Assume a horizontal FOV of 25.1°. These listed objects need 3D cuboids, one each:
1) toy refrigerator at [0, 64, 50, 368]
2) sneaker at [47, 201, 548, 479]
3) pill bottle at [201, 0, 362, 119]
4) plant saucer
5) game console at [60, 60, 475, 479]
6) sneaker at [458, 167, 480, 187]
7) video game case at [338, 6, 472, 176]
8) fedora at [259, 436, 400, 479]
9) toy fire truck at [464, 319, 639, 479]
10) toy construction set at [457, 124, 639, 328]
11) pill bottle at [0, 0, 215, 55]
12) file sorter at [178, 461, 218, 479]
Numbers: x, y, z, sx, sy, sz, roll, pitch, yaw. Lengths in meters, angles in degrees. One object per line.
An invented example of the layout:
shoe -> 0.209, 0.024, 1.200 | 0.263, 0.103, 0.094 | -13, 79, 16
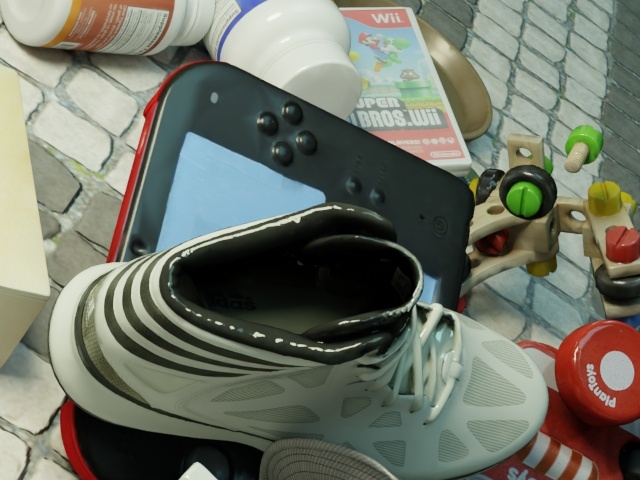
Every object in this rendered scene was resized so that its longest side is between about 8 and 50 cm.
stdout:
toy refrigerator -> -0.294, -0.031, 1.198 | 0.094, 0.102, 0.269 | 16, 39, -32
sneaker -> 0.046, 0.095, 1.086 | 0.447, 0.257, 0.169 | 13, 71, -30
pill bottle -> -0.057, -0.244, 1.624 | 0.152, 0.152, 0.272 | 7, 39, -40
plant saucer -> 0.103, -0.223, 1.878 | 0.278, 0.041, 0.278 | 26, 35, -20
game console -> -0.028, 0.065, 1.230 | 0.342, 0.060, 0.386 | 22, 67, -23
sneaker -> 0.159, -0.039, 1.685 | 0.086, 0.064, 0.192 | 34, 30, 1
video game case -> 0.045, -0.178, 1.705 | 0.204, 0.025, 0.285 | -3, 48, -14
fedora -> 0.025, 0.286, 1.049 | 0.124, 0.243, 0.275 | -46, 117, -30
toy fire truck -> 0.266, 0.237, 1.385 | 0.302, 0.169, 0.254 | 31, 67, -15
toy construction set -> 0.275, 0.012, 1.586 | 0.309, 0.257, 0.237 | 56, 36, -17
pill bottle -> -0.221, -0.259, 1.526 | 0.216, 0.121, 0.121 | -3, 51, -46
file sorter -> -0.065, 0.328, 0.915 | 0.277, 0.193, 0.173 | 43, 36, 6
